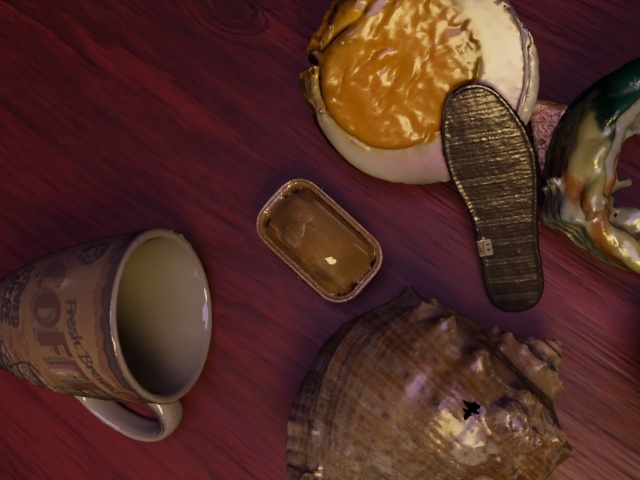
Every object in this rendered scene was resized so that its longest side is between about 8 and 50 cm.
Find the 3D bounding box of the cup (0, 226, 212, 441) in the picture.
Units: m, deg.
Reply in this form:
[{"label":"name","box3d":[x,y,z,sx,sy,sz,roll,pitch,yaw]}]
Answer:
[{"label":"cup","box3d":[-0.297,0.140,0.913,0.256,0.227,0.301,-5,111,23]}]

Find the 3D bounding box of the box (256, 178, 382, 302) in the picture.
[{"label":"box","box3d":[0.000,0.000,0.903,0.177,0.111,0.111,42,91,13]}]

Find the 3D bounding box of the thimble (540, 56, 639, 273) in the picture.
[{"label":"thimble","box3d":[0.405,-0.089,0.794,0.288,0.167,0.254,-30,88,4]}]

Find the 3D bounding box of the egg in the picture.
[{"label":"egg","box3d":[0.129,-0.219,0.878,0.286,0.174,0.264,-22,108,20]}]

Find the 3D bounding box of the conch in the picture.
[{"label":"conch","box3d":[0.122,0.174,0.785,0.352,0.210,0.297,-18,51,-21]}]

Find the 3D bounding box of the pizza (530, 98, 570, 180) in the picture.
[{"label":"pizza","box3d":[0.316,-0.132,0.902,0.122,0.026,0.109,27,91,10]}]

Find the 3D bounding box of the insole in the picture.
[{"label":"insole","box3d":[0.220,-0.045,0.835,0.110,0.012,0.310,-9,112,15]}]
